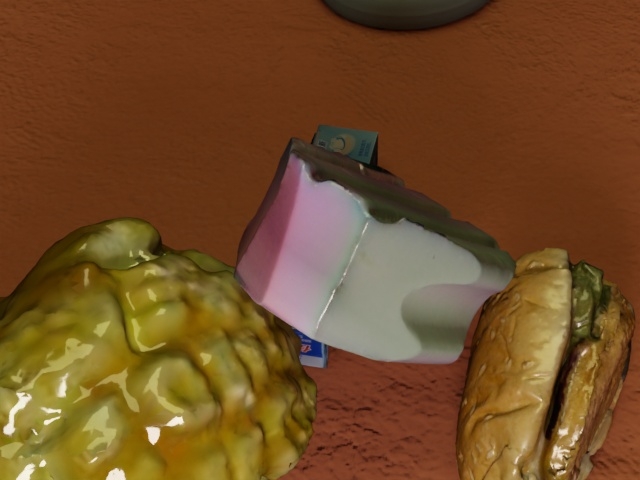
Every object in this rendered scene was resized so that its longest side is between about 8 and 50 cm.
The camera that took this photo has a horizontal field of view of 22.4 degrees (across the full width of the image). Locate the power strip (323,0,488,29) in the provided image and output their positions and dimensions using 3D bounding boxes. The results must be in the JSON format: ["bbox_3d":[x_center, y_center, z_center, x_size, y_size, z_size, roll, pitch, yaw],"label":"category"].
[{"bbox_3d":[0.119,-0.305,1.801,0.253,0.054,0.167,-13,48,-8],"label":"power strip"}]

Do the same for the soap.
[{"bbox_3d":[0.037,0.010,1.259,0.193,0.324,0.109,32,97,22],"label":"soap"}]

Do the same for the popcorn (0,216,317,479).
[{"bbox_3d":[-0.163,0.149,1.204,0.279,0.274,0.335,3,45,47],"label":"popcorn"}]

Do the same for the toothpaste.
[{"bbox_3d":[0.000,0.000,1.505,0.066,0.053,0.272,8,45,7],"label":"toothpaste"}]

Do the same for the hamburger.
[{"bbox_3d":[0.163,0.123,1.302,0.135,0.155,0.207,14,53,22],"label":"hamburger"}]
